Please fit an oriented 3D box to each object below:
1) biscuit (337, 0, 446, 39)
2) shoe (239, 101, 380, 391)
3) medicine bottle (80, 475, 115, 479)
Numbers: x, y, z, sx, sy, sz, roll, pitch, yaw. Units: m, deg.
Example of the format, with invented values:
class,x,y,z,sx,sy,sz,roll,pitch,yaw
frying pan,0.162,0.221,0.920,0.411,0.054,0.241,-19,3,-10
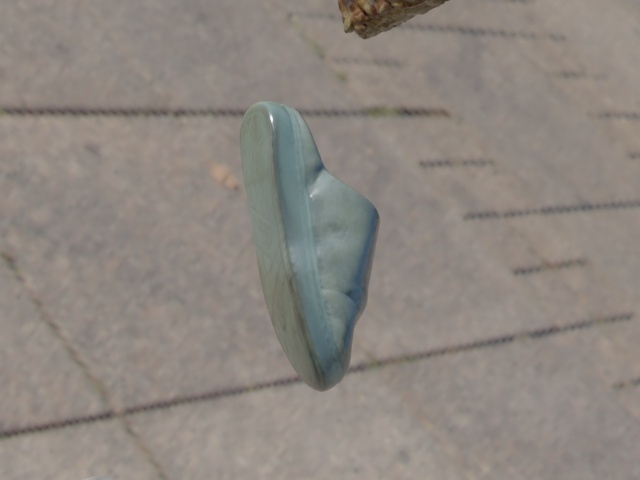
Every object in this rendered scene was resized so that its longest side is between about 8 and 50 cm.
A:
class,x,y,z,sx,sy,sz,roll,pitch,yaw
biscuit,0.070,-0.176,0.732,0.025,0.231,0.131,-1,76,-38
shoe,0.000,0.000,1.482,0.100,0.103,0.251,-11,82,-19
medicine bottle,-0.141,0.385,1.278,0.388,0.219,0.219,56,31,7
